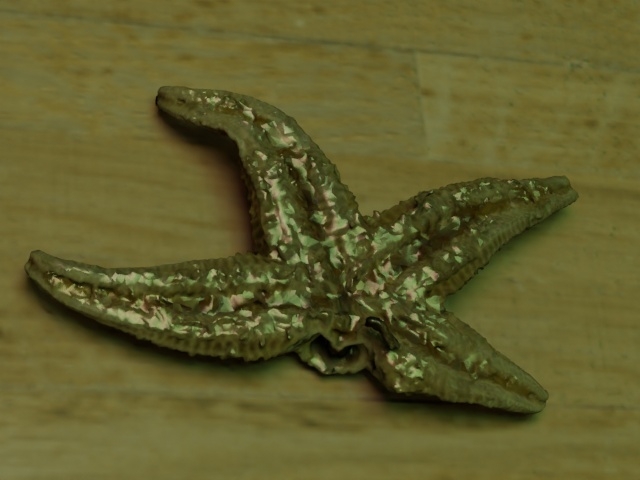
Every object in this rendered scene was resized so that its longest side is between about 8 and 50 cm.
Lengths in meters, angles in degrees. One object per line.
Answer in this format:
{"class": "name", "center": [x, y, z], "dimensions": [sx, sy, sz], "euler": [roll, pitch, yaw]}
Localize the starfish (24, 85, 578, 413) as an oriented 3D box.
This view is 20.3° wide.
{"class": "starfish", "center": [0.001, -0.002, 0.792], "dimensions": [0.247, 0.050, 0.138], "euler": [15, 57, -14]}
